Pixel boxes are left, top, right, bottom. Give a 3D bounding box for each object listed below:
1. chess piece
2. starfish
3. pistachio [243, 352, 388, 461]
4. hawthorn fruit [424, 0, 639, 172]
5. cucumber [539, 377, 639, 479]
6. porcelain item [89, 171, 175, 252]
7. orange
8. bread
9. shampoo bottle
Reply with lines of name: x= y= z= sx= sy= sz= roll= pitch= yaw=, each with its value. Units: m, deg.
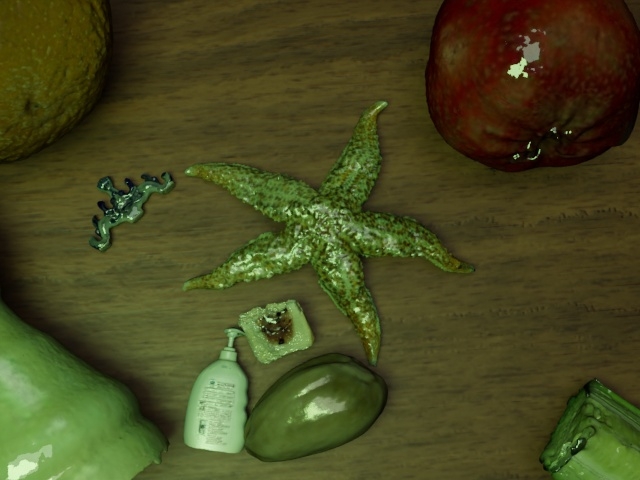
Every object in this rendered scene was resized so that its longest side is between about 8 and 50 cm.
chess piece: x=-0.384 y=0.122 z=0.887 sx=0.234 sy=0.234 sz=0.442 roll=-36 pitch=86 yaw=-9
starfish: x=-0.001 y=0.001 z=1.022 sx=0.358 sy=0.078 sz=0.347 roll=-31 pitch=86 yaw=-9
pistachio: x=-0.007 y=0.204 z=0.968 sx=0.186 sy=0.126 sz=0.108 roll=-21 pitch=40 yaw=-5
hawthorn fruit: x=0.257 y=-0.242 z=0.997 sx=0.265 sy=0.265 sz=0.307 roll=1 pitch=71 yaw=-3
cucumber: x=0.422 y=0.313 z=0.972 sx=0.325 sy=0.145 sz=0.105 roll=33 pitch=118 yaw=0
porcelain item: x=-0.260 y=-0.055 z=1.038 sx=0.075 sy=0.021 sz=0.136 roll=44 pitch=79 yaw=9
orange: x=-0.415 y=-0.268 z=0.927 sx=0.322 sy=0.322 sz=0.357 roll=-39 pitch=76 yaw=-10
bread: x=-0.053 y=0.112 z=0.995 sx=0.083 sy=0.035 sz=0.070 roll=-18 pitch=109 yaw=10
shampoo bottle: x=-0.122 y=0.181 z=0.989 sx=0.077 sy=0.045 sz=0.151 roll=8 pitch=78 yaw=-4
